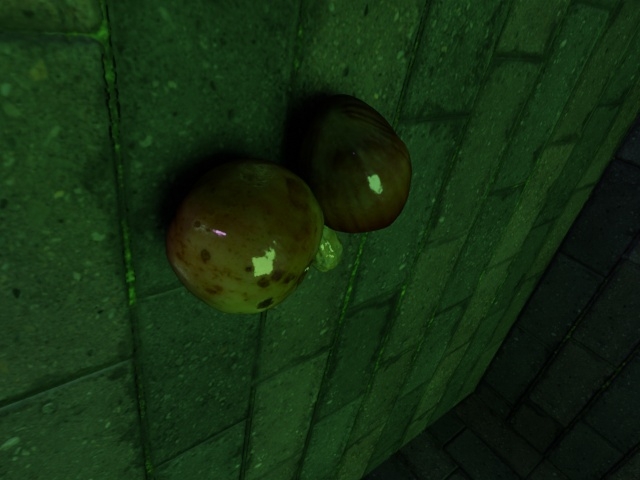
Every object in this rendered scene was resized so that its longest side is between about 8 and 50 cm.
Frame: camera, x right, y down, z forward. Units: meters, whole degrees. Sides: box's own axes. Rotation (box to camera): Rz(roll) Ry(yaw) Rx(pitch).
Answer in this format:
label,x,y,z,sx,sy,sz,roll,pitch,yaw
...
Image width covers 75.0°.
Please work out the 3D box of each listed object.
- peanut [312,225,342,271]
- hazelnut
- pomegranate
label,x,y,z,sx,sy,sz,roll,pitch,yaw
peanut,0.000,0.000,0.783,0.080,0.080,0.175,-39,143,-13
hazelnut,0.042,-0.112,0.650,0.210,0.210,0.186,-9,155,-41
pomegranate,-0.105,-0.012,0.572,0.215,0.215,0.216,-27,138,-27
